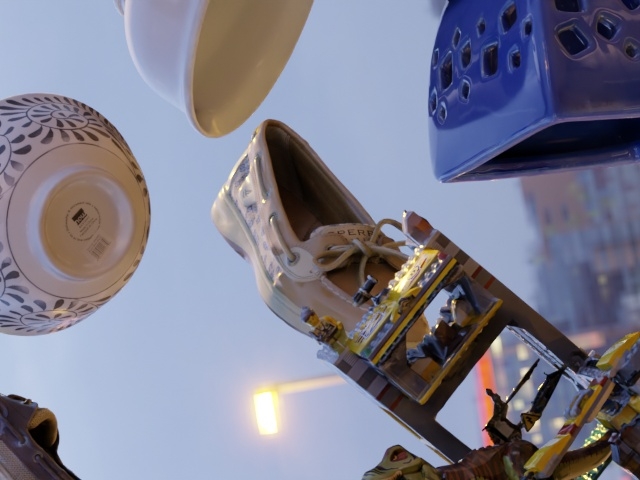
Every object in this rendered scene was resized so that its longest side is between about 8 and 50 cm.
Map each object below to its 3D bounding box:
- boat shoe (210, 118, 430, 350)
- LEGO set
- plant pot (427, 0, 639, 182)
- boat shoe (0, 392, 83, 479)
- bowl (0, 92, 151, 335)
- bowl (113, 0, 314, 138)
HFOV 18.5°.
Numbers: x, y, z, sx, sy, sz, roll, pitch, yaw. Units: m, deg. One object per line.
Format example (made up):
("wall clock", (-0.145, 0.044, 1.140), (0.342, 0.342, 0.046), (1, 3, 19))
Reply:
("boat shoe", (0.000, 0.000, 1.493), (0.285, 0.105, 0.089), (43, 120, 49))
("LEGO set", (0.050, 0.127, 1.023), (0.192, 0.331, 0.255), (39, -178, -10))
("plant pot", (0.224, -0.182, 1.696), (0.236, 0.236, 0.212), (153, 108, -64))
("boat shoe", (-0.313, 0.210, 2.048), (0.285, 0.092, 0.103), (50, 178, 31))
("bowl", (-0.175, -0.014, 1.325), (0.080, 0.170, 0.170), (10, 118, 56))
("bowl", (-0.107, -0.258, 1.871), (0.298, 0.134, 0.298), (-59, -16, -29))
